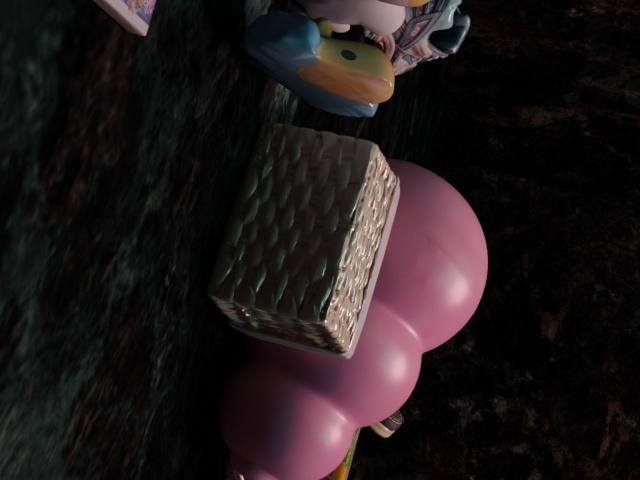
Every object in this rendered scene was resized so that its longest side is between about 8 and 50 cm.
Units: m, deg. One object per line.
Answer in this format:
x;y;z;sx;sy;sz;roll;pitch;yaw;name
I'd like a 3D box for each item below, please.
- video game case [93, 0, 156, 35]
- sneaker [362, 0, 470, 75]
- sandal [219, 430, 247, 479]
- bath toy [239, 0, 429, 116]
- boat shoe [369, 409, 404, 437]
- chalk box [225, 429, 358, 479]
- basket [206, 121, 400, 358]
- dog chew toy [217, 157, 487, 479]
-0.075;-0.158;0.348;0.087;0.011;0.122;30;76;-81;video game case
0.127;-0.263;1.071;0.283;0.122;0.110;7;98;-81;sneaker
-0.045;0.274;0.849;0.219;0.060;0.090;64;-4;-17;sandal
0.042;-0.266;0.561;0.129;0.151;0.348;25;78;-46;bath toy
0.042;0.115;0.957;0.073;0.223;0.080;-34;158;12;boat shoe
-0.024;0.234;0.963;0.132;0.132;0.213;-40;145;-75;chalk box
-0.011;-0.001;0.677;0.103;0.113;0.167;58;47;-69;basket
0.020;0.084;0.799;0.332;0.206;0.206;-57;166;-17;dog chew toy
